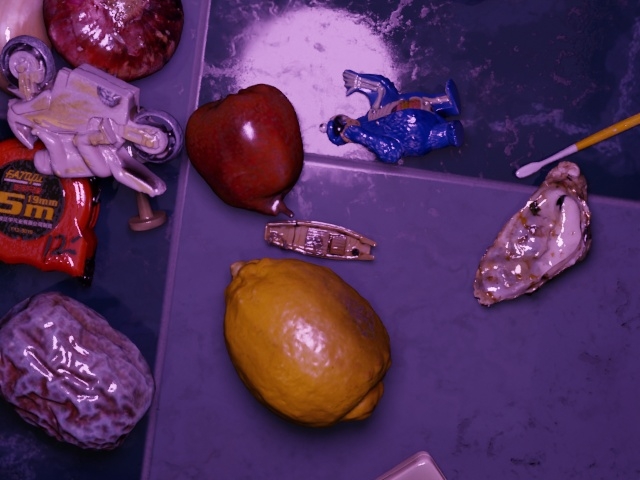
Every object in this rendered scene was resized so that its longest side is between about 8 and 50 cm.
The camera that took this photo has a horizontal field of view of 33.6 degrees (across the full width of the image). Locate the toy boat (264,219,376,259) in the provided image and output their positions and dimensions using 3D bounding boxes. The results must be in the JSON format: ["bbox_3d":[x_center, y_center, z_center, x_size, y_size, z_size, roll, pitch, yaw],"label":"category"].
[{"bbox_3d":[0.000,0.000,1.943,0.206,0.072,0.064,9,97,0],"label":"toy boat"}]

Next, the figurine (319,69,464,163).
[{"bbox_3d":[0.132,-0.207,1.908,0.262,0.121,0.164,8,69,21],"label":"figurine"}]

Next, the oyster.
[{"bbox_3d":[0.390,0.002,1.944,0.294,0.094,0.166,-40,75,13],"label":"oyster"}]

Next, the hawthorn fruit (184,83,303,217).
[{"bbox_3d":[-0.117,-0.144,1.863,0.208,0.208,0.248,-24,86,2],"label":"hawthorn fruit"}]

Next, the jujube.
[{"bbox_3d":[-0.447,0.239,1.903,0.317,0.226,0.226,42,94,-8],"label":"jujube"}]

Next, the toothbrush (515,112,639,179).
[{"bbox_3d":[0.489,-0.180,1.951,0.288,0.024,0.021,-25,97,0],"label":"toothbrush"}]

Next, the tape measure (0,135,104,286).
[{"bbox_3d":[-0.512,-0.063,1.921,0.253,0.114,0.261,10,91,0],"label":"tape measure"}]

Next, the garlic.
[{"bbox_3d":[-0.538,-0.376,1.898,0.164,0.145,0.245,7,94,-32],"label":"garlic"}]

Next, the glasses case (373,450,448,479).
[{"bbox_3d":[0.104,0.531,1.990,0.312,0.070,0.131,-33,94,3],"label":"glasses case"}]

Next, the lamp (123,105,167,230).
[{"bbox_3d":[-0.336,-0.130,1.913,0.121,0.121,0.215,-11,109,1],"label":"lamp"}]

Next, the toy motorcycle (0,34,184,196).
[{"bbox_3d":[-0.403,-0.188,1.794,0.340,0.108,0.223,27,117,-1],"label":"toy motorcycle"}]

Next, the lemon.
[{"bbox_3d":[-0.030,0.181,1.869,0.316,0.285,0.285,17,95,19],"label":"lemon"}]

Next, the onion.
[{"bbox_3d":[-0.361,-0.390,1.852,0.246,0.190,0.246,0,89,-26],"label":"onion"}]
